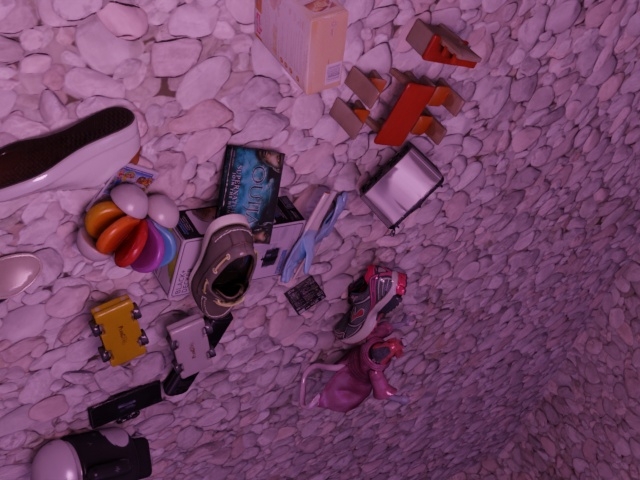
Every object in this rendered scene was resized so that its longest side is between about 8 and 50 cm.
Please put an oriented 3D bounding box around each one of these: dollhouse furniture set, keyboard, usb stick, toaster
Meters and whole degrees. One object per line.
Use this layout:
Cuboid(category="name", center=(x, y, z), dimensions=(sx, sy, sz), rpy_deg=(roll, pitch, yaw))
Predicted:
Cuboid(category="dollhouse furniture set", center=(0.193, -0.294, 1.674), dimensions=(0.262, 0.135, 0.259), rpy_deg=(-2, 134, -41))
Cuboid(category="keyboard", center=(-0.469, 0.399, 2.020), dimensions=(0.180, 0.023, 0.108), rpy_deg=(-19, 136, -24))
Cuboid(category="usb stick", center=(-0.294, 0.268, 1.999), dimensions=(0.077, 0.045, 0.278), rpy_deg=(-4, 135, -49))
Cuboid(category="toaster", center=(0.178, -0.118, 1.847), dimensions=(0.168, 0.110, 0.185), rpy_deg=(-45, -172, 11))

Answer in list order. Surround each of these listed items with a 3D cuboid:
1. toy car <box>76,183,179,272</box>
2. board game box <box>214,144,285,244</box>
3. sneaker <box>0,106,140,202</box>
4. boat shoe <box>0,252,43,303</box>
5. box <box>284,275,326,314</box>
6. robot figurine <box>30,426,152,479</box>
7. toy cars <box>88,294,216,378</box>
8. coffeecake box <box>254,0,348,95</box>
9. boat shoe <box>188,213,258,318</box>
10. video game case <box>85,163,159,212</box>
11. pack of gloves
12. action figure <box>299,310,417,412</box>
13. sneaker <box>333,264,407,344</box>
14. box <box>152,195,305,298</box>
Cuboid(category="toy car", center=(-0.336, -0.003, 1.520), dimensions=(0.159, 0.136, 0.182), rpy_deg=(-48, 145, 16))
Cuboid(category="board game box", center=(-0.139, -0.087, 1.635), dimensions=(0.126, 0.026, 0.186), rpy_deg=(3, 101, -37))
Cuboid(category="sneaker", center=(-0.422, -0.107, 1.363), dimensions=(0.290, 0.106, 0.123), rpy_deg=(-25, 143, -20))
Cuboid(category="boat shoe", center=(-0.595, 0.085, 1.503), dimensions=(0.206, 0.075, 0.065), rpy_deg=(-34, -170, -15))
Cuboid(category="box", center=(-0.038, 0.134, 2.050), dimensions=(0.083, 0.067, 0.018), rpy_deg=(-34, 146, -6))
Cuboid(category="robot figurine", center=(-0.542, 0.543, 1.988), dimensions=(0.278, 0.173, 0.209), rpy_deg=(-2, 131, -42))
Cuboid(category="toy cars", center=(-0.361, 0.195, 1.803), dimensions=(0.176, 0.087, 0.394), rpy_deg=(-47, 144, 15))
Cuboid(category="coffeecake box", center=(-0.036, -0.350, 1.350), dimensions=(0.068, 0.185, 0.142), rpy_deg=(-22, 144, -22))
Cuboid(category="boat shoe", center=(-0.187, 0.074, 1.628), dimensions=(0.109, 0.091, 0.305), rpy_deg=(-10, 147, -23))
Cuboid(category="video game case", center=(-0.361, -0.089, 1.529), dimensions=(0.122, 0.011, 0.087), rpy_deg=(-50, 144, 19))
Cuboid(category="pack of gloves", center=(0.000, 0.000, 1.847), dimensions=(0.232, 0.046, 0.195), rpy_deg=(-61, 166, 13))
Cuboid(category="action figure", center=(0.119, 0.322, 2.292), dimensions=(0.276, 0.248, 0.370), rpy_deg=(7, 153, -15))
Cuboid(category="sneaker", center=(0.112, 0.161, 2.200), dimensions=(0.112, 0.120, 0.299), rpy_deg=(23, 132, -14))
Cuboid(category="box", center=(-0.191, 0.012, 1.740), dimensions=(0.290, 0.087, 0.169), rpy_deg=(-9, 137, -35))
